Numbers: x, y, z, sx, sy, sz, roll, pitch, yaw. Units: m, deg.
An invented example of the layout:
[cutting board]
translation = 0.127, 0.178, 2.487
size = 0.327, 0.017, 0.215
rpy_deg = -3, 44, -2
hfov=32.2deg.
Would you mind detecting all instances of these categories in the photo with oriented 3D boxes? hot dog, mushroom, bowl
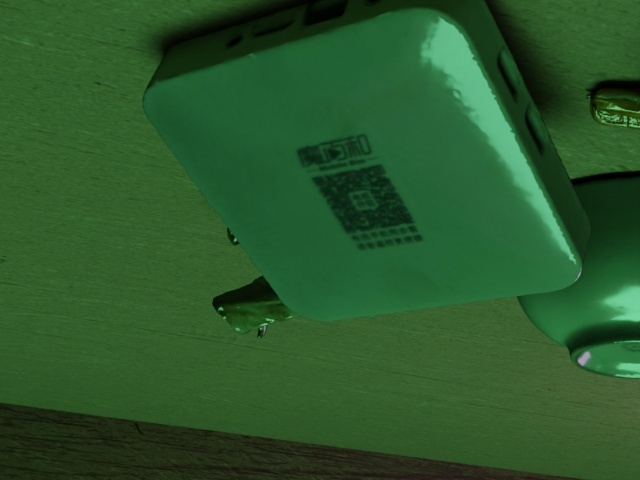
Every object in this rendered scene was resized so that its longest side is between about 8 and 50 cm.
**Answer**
[hot dog]
translation = 0.340, -0.137, 1.140
size = 0.133, 0.041, 0.056
rpy_deg = 11, 159, 6
[mushroom]
translation = 0.008, -0.005, 1.438
size = 0.292, 0.217, 0.212
rpy_deg = -30, 97, 36
[bowl]
translation = 0.411, 0.068, 1.435
size = 0.354, 0.185, 0.354
rpy_deg = 4, 158, 2

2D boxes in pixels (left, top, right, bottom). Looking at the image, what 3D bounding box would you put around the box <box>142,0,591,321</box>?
[box]
translation = 0.049, -0.078, 1.130
size = 0.367, 0.090, 0.373
rpy_deg = -10, 129, 31
